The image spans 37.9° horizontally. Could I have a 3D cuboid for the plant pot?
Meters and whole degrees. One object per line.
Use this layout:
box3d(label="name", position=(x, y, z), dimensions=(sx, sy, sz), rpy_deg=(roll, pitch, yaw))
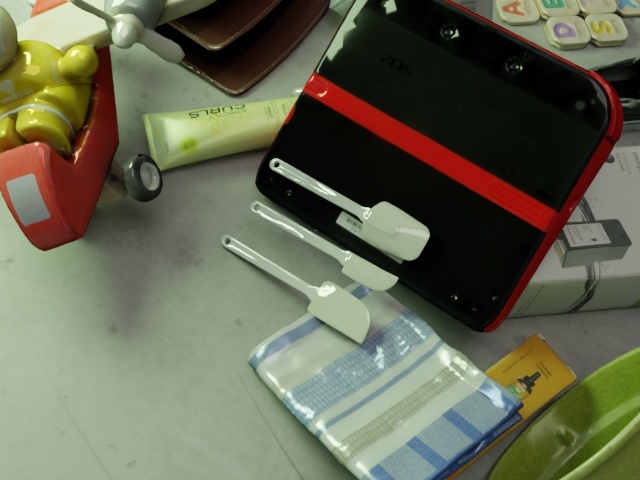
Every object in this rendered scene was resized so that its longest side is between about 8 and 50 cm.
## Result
box3d(label="plant pot", position=(0.367, 0.297, 1.038), dimensions=(0.276, 0.276, 0.254), rpy_deg=(-40, 88, -27))

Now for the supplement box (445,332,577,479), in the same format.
box3d(label="supplement box", position=(0.199, 0.210, 1.135), dimensions=(0.233, 0.080, 0.078), rpy_deg=(-32, 72, -23))

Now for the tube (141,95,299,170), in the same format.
box3d(label="tube", position=(-0.118, -0.152, 1.281), dimensions=(0.240, 0.062, 0.070), rpy_deg=(-10, 24, -11))

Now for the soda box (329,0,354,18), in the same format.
box3d(label="soda box", position=(0.089, -0.460, 1.449), dimensions=(0.098, 0.091, 0.286), rpy_deg=(27, 55, -32))

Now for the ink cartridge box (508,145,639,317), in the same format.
box3d(label="ink cartridge box", position=(0.342, -0.013, 1.261), dimensions=(0.273, 0.115, 0.198), rpy_deg=(-4, 63, -13))

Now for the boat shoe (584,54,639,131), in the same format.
box3d(label="boat shoe", position=(0.504, -0.239, 1.421), dimensions=(0.306, 0.105, 0.113), rpy_deg=(-7, 64, -14))

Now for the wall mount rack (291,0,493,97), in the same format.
box3d(label="wall mount rack", position=(0.118, -0.309, 1.309), dimensions=(0.304, 0.350, 0.130), rpy_deg=(-13, 29, -21))

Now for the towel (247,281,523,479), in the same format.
box3d(label="towel", position=(0.071, 0.166, 1.101), dimensions=(0.209, 0.034, 0.285), rpy_deg=(-31, 50, -23))

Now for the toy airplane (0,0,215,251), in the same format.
box3d(label="toy airplane", position=(-0.333, -0.231, 1.115), dimensions=(0.384, 0.272, 0.386), rpy_deg=(37, 97, 30))

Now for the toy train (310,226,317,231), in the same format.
box3d(label="toy train", position=(0.001, -0.051, 1.266), dimensions=(0.017, 0.023, 0.083), rpy_deg=(14, 61, -3))

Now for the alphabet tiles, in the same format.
box3d(label="alphabet tiles", position=(0.407, -0.438, 1.559), dimensions=(0.278, 0.021, 0.284), rpy_deg=(-7, 64, -14))

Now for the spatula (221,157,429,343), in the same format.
box3d(label="spatula", position=(0.000, 0.000, 1.178), dimensions=(0.242, 0.019, 0.168), rpy_deg=(31, 89, 26))

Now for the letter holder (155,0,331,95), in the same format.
box3d(label="letter holder", position=(-0.105, -0.386, 1.356), dimensions=(0.214, 0.152, 0.302), rpy_deg=(34, 61, 6))

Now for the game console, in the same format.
box3d(label="game console", position=(0.142, -0.122, 1.179), dimensions=(0.386, 0.060, 0.342), rpy_deg=(33, 100, 20))
